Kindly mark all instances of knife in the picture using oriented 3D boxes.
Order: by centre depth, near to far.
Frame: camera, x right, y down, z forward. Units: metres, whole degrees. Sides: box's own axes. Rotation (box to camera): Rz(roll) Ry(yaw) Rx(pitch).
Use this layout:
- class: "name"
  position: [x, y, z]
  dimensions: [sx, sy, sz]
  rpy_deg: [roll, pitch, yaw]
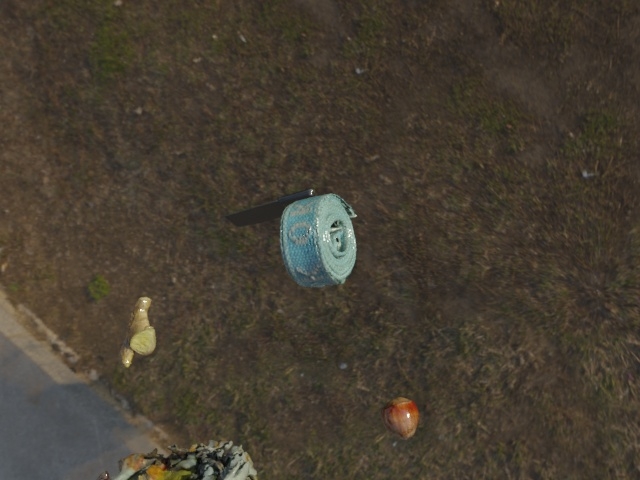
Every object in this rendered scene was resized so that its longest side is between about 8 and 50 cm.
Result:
- class: "knife"
  position: [-0.113, -0.075, 1.474]
  dimensions: [0.245, 0.072, 0.019]
  rpy_deg: [-15, 59, 24]

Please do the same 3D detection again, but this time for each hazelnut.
- class: "hazelnut"
  position: [0.161, 0.356, 1.218]
  dimensions: [0.086, 0.086, 0.086]
  rpy_deg: [-2, 85, 24]

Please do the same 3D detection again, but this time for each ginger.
- class: "ginger"
  position: [-0.242, 0.122, 0.811]
  dimensions: [0.048, 0.030, 0.097]
  rpy_deg: [6, 73, 25]

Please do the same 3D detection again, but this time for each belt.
- class: "belt"
  position: [-0.003, 0.001, 0.929]
  dimensions: [0.082, 0.163, 0.148]
  rpy_deg: [-8, 71, 23]

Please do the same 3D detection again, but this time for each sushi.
- class: "sushi"
  position: [-0.277, 0.510, 1.054]
  dimensions: [0.417, 0.417, 0.176]
  rpy_deg: [-23, 107, 21]
